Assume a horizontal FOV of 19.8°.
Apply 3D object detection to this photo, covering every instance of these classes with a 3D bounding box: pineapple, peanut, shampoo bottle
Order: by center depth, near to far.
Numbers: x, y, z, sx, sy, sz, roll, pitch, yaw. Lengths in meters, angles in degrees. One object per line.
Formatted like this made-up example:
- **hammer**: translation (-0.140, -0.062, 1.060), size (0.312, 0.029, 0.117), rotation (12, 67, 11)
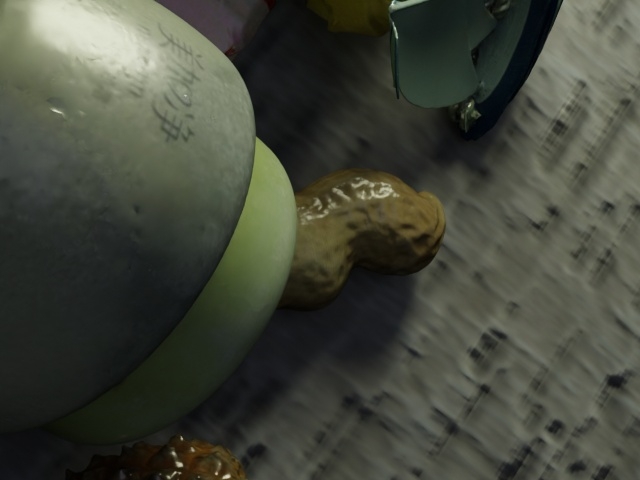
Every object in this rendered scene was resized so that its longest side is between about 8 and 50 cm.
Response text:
- **shampoo bottle**: translation (-0.201, -0.031, 1.267), size (0.317, 0.322, 0.322), rotation (37, 69, -33)
- **pineapple**: translation (-0.137, 0.231, 1.346), size (0.193, 0.166, 0.166), rotation (-12, 85, -9)
- **peanut**: translation (0.001, 0.000, 1.470), size (0.228, 0.086, 0.104), rotation (-19, 97, -23)

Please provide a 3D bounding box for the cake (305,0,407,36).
- **cake**: translation (0.021, -0.328, 1.445), size (0.227, 0.222, 0.286), rotation (-47, 129, -21)

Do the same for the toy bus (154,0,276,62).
- **toy bus**: translation (-0.179, -0.234, 1.422), size (0.303, 0.127, 0.147), rotation (35, 74, -11)

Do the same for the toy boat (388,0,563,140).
- **toy boat**: translation (0.127, -0.192, 1.460), size (0.070, 0.292, 0.210), rotation (22, 92, 22)
